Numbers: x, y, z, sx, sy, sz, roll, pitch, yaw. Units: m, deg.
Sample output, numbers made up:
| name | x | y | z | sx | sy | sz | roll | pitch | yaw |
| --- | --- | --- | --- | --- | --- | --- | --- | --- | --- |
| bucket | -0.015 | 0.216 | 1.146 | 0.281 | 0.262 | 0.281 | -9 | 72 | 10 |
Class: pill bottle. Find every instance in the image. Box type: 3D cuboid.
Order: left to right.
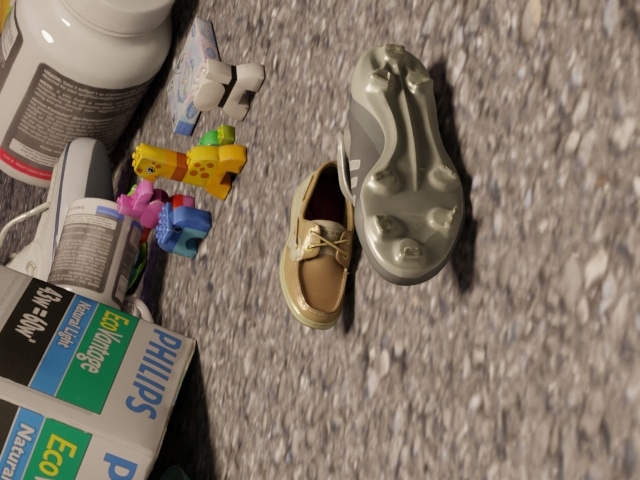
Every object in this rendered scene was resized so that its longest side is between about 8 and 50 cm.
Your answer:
| name | x | y | z | sx | sy | sz | roll | pitch | yaw |
| --- | --- | --- | --- | --- | --- | --- | --- | --- | --- |
| pill bottle | -0.270 | -0.211 | 1.887 | 0.318 | 0.176 | 0.176 | 129 | 148 | -49 |
| pill bottle | -0.226 | 0.034 | 1.648 | 0.078 | 0.078 | 0.137 | -33 | 40 | 62 |

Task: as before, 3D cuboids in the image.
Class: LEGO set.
| name | x | y | z | sx | sy | sz | roll | pitch | yaw |
| --- | --- | --- | --- | --- | --- | --- | --- | --- | --- |
| LEGO set | -0.136 | -0.066 | 1.555 | 0.087 | 0.093 | 0.227 | -97 | 29 | -44 |

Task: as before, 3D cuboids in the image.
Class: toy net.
| name | x | y | z | sx | sy | sz | roll | pitch | yaw |
| --- | --- | --- | --- | --- | --- | --- | --- | --- | --- |
| toy net | -0.187 | 0.049 | 1.701 | 0.122 | 0.045 | 0.232 | -49 | 33 | 24 |

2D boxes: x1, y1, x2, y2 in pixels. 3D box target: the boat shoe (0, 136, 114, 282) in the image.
| name | x | y | z | sx | sy | sz | roll | pitch | yaw |
| --- | --- | --- | --- | --- | --- | --- | --- | --- | --- |
| boat shoe | -0.317 | 0.061 | 1.826 | 0.136 | 0.156 | 0.367 | 64 | -151 | -72 |

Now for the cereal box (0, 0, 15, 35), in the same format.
| name | x | y | z | sx | sy | sz | roll | pitch | yaw |
| --- | --- | --- | --- | --- | --- | --- | --- | --- | --- |
| cereal box | -0.283 | -0.342 | 2.019 | 0.240 | 0.047 | 0.173 | -27 | 48 | 22 |

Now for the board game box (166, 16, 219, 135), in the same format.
| name | x | y | z | sx | sy | sz | roll | pitch | yaw |
| --- | --- | --- | --- | --- | --- | --- | --- | --- | --- |
| board game box | -0.130 | -0.167 | 1.713 | 0.090 | 0.020 | 0.090 | -105 | 34 | -53 |

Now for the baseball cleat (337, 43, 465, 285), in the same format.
| name | x | y | z | sx | sy | sz | roll | pitch | yaw |
| --- | --- | --- | --- | --- | --- | --- | --- | --- | --- |
| baseball cleat | 0.050 | -0.033 | 1.105 | 0.109 | 0.072 | 0.206 | 105 | 170 | -48 |

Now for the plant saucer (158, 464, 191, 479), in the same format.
| name | x | y | z | sx | sy | sz | roll | pitch | yaw |
| --- | --- | --- | --- | --- | --- | --- | --- | --- | --- |
| plant saucer | -0.125 | 0.251 | 1.426 | 0.119 | 0.021 | 0.119 | -166 | 90 | -69 |

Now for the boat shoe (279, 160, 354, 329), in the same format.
| name | x | y | z | sx | sy | sz | roll | pitch | yaw |
| --- | --- | --- | --- | --- | --- | --- | --- | --- | --- |
| boat shoe | 0.000 | 0.000 | 1.215 | 0.045 | 0.050 | 0.135 | 120 | 155 | -50 |

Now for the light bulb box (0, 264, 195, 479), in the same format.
| name | x | y | z | sx | sy | sz | roll | pitch | yaw |
| --- | --- | --- | --- | --- | --- | --- | --- | --- | --- |
| light bulb box | -0.345 | 0.211 | 1.483 | 0.225 | 0.361 | 0.358 | -79 | 11 | -67 |
